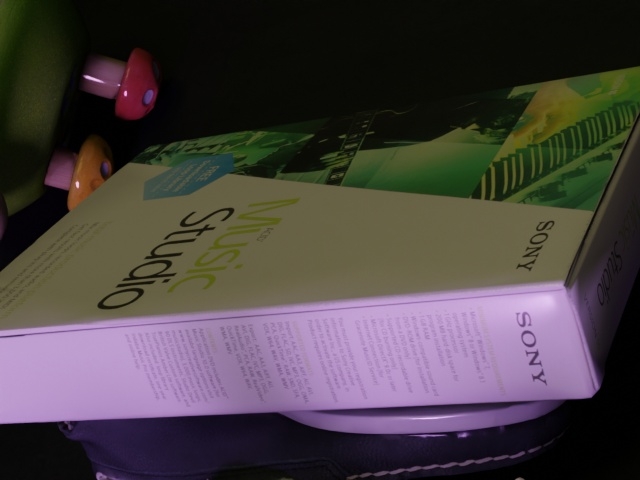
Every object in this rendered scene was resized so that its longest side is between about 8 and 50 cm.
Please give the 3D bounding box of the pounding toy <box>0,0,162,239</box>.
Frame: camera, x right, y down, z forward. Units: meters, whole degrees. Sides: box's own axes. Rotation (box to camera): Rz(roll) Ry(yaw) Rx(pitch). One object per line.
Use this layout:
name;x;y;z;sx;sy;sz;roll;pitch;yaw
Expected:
pounding toy;-0.172;-0.079;0.880;0.237;0.110;0.182;-98;25;-78

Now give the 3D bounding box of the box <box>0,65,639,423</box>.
box;0.000;0.000;0.662;0.322;0.058;0.232;-5;26;27

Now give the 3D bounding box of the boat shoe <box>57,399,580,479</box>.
boat shoe;-0.005;0.085;0.668;0.303;0.091;0.114;1;29;37

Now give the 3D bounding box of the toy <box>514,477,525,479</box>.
toy;0.163;0.189;0.473;0.237;0.056;0.136;28;118;41
